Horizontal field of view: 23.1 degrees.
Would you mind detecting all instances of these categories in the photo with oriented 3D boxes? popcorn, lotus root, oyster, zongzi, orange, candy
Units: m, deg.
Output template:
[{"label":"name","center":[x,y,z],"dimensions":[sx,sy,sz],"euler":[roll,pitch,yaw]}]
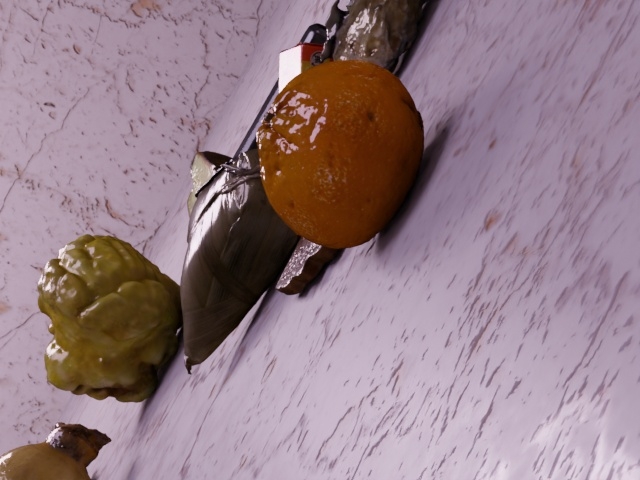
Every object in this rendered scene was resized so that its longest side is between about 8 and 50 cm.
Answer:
[{"label":"popcorn","center":[-0.275,0.103,1.987],"dimensions":[0.203,0.200,0.226],"euler":[-57,6,-11]},{"label":"lotus root","center":[-0.337,0.339,1.749],"dimensions":[0.146,0.130,0.303],"euler":[55,-130,-49]},{"label":"oyster","center":[0.071,-0.225,1.466],"dimensions":[0.209,0.072,0.133],"euler":[-49,-24,-33]},{"label":"zongzi","center":[-0.078,0.019,1.464],"dimensions":[0.194,0.099,0.197],"euler":[140,147,-68]},{"label":"orange","center":[0.012,-0.065,1.119],"dimensions":[0.135,0.117,0.135],"euler":[-52,9,12]},{"label":"candy","center":[-0.014,-0.124,1.495],"dimensions":[0.062,0.038,0.122],"euler":[177,94,-67]}]

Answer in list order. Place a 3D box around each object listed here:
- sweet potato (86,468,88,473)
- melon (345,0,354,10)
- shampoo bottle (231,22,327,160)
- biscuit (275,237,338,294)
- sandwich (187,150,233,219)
[{"label":"sweet potato","center":[-0.335,0.328,2.023],"dimensions":[0.075,0.074,0.269],"euler":[-60,12,4]},{"label":"melon","center":[0.069,-0.361,1.846],"dimensions":[0.139,0.093,0.202],"euler":[-43,23,40]},{"label":"shampoo bottle","center":[-0.035,-0.103,1.640],"dimensions":[0.246,0.080,0.079],"euler":[-59,7,9]},{"label":"biscuit","center":[0.000,0.000,1.300],"dimensions":[0.130,0.019,0.119],"euler":[-54,11,37]},{"label":"sandwich","center":[-0.117,-0.055,1.958],"dimensions":[0.244,0.088,0.090],"euler":[-130,61,-77]}]
